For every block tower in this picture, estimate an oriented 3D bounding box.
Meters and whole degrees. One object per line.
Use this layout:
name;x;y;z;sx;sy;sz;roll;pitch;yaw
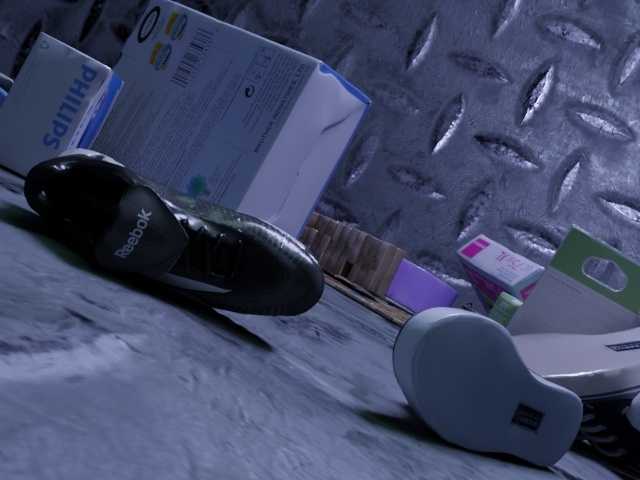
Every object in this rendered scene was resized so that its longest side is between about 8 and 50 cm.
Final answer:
block tower;0.000;0.000;1.517;0.336;0.097;0.091;26;1;38

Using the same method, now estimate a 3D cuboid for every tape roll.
tape roll;0.170;0.093;1.627;0.189;0.080;0.189;30;-3;2

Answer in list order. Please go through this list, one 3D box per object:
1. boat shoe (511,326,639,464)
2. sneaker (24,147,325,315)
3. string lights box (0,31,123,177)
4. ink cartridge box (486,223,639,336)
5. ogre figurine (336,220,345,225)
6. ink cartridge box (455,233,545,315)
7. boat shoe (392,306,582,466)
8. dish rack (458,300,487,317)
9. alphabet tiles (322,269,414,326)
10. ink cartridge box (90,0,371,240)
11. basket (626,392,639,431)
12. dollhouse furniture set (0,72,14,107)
boat shoe;0.327;0.199;0.985;0.341;0.158;0.127;-2;16;-18
sneaker;-0.110;0.000;0.591;0.234;0.078;0.106;24;5;2
string lights box;-0.283;-0.139;0.902;0.077;0.133;0.260;28;1;-13
ink cartridge box;0.304;0.108;1.054;0.171;0.235;0.056;27;6;-24
ogre figurine;0.041;0.023;1.842;0.118;0.097;0.197;48;6;-33
ink cartridge box;0.318;0.150;1.204;0.311;0.065;0.186;58;-5;-20
boat shoe;0.118;0.116;0.653;0.084;0.095;0.258;24;-12;45
dish rack;0.351;0.200;1.467;0.208;0.074;0.271;29;-1;34
alphabet tiles;0.129;0.127;1.457;0.343;0.011;0.285;29;3;28
ink cartridge box;-0.168;-0.165;1.140;0.396;0.269;0.151;29;1;32
basket;0.580;0.188;0.844;0.328;0.331;0.266;27;17;-26
dollhouse furniture set;-0.449;-0.272;1.154;0.304;0.198;0.286;28;2;3
